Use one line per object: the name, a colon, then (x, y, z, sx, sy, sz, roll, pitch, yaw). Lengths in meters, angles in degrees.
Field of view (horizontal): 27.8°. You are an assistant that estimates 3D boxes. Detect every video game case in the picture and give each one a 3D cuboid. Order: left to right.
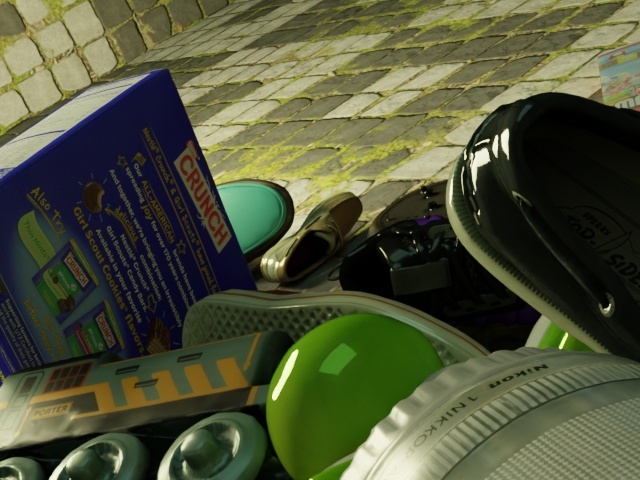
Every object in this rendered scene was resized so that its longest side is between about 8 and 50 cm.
video game case: (0.398, -0.179, 1.367, 0.204, 0.025, 0.285, -18, 20, 17)

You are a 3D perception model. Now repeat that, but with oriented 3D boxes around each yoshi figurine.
yoshi figurine: (0.117, 0.070, 0.757, 0.362, 0.203, 0.203, -24, 4, -24)

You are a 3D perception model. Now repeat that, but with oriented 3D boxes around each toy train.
toy train: (-0.114, 0.154, 0.899, 0.334, 0.142, 0.190, -15, 36, 25)

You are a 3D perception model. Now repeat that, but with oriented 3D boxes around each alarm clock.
alarm clock: (0.092, -0.004, 1.229, 0.192, 0.064, 0.129, -25, 19, 9)

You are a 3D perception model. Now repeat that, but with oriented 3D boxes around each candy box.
candy box: (-0.216, 0.031, 1.187, 0.122, 0.268, 0.317, -4, 27, 36)

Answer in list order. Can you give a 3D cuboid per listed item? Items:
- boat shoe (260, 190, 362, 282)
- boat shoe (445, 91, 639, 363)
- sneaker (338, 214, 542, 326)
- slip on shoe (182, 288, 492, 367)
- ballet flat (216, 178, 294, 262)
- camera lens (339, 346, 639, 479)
boat shoe: (0.000, 0.000, 1.346, 0.135, 0.050, 0.045, -44, 29, -20)
boat shoe: (0.216, 0.034, 0.610, 0.127, 0.340, 0.113, -48, -10, -15)
sneaker: (0.124, 0.025, 0.982, 0.146, 0.102, 0.293, -4, -4, -37)
slip on shoe: (0.024, 0.093, 0.990, 0.101, 0.123, 0.331, -6, 8, -40)
ballet flat: (-0.142, 0.005, 1.426, 0.280, 0.095, 0.096, -20, -12, 19)
camera lens: (0.135, 0.172, 0.486, 0.219, 0.219, 0.274, -29, 20, -12)
